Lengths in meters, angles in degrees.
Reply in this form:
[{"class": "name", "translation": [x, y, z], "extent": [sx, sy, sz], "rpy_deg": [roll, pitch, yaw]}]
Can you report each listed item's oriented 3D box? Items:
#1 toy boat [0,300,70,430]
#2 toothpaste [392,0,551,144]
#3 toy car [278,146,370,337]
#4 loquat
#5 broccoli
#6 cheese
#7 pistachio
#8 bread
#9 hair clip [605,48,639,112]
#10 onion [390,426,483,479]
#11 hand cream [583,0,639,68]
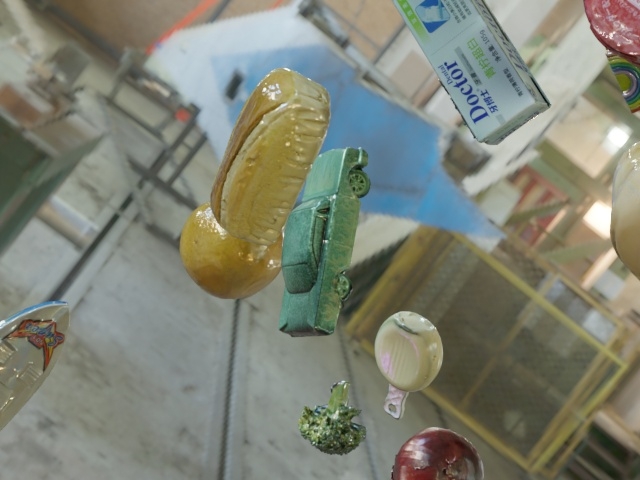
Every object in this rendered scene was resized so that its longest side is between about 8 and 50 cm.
[{"class": "toy boat", "translation": [-0.499, 0.205, 1.821], "extent": [0.129, 0.295, 0.088], "rpy_deg": [48, -11, -29]}, {"class": "toothpaste", "translation": [0.136, -0.267, 1.326], "extent": [0.067, 0.081, 0.336], "rpy_deg": [-2, 60, -61]}, {"class": "toy car", "translation": [0.000, 0.000, 1.938], "extent": [0.097, 0.320, 0.141], "rpy_deg": [16, -13, -27]}, {"class": "loquat", "translation": [-0.169, 0.012, 2.277], "extent": [0.208, 0.208, 0.208], "rpy_deg": [38, 6, -5]}, {"class": "broccoli", "translation": [0.029, 0.375, 2.473], "extent": [0.154, 0.160, 0.167], "rpy_deg": [5, -3, 25]}, {"class": "cheese", "translation": [0.155, 0.241, 2.176], "extent": [0.137, 0.227, 0.064], "rpy_deg": [33, 37, 32]}, {"class": "pistachio", "translation": [0.542, -0.032, 1.677], "extent": [0.321, 0.238, 0.229], "rpy_deg": [27, 24, -43]}, {"class": "bread", "translation": [-0.070, -0.108, 1.517], "extent": [0.106, 0.236, 0.140], "rpy_deg": [18, 27, -13]}, {"class": "hair clip", "translation": [0.447, -0.277, 1.699], "extent": [0.188, 0.060, 0.033], "rpy_deg": [65, 26, -15]}, {"class": "onion", "translation": [0.162, 0.324, 1.623], "extent": [0.131, 0.131, 0.131], "rpy_deg": [38, 6, -5]}, {"class": "hand cream", "translation": [0.431, -0.300, 1.430], "extent": [0.193, 0.193, 0.125], "rpy_deg": [43, 17, 34]}]
